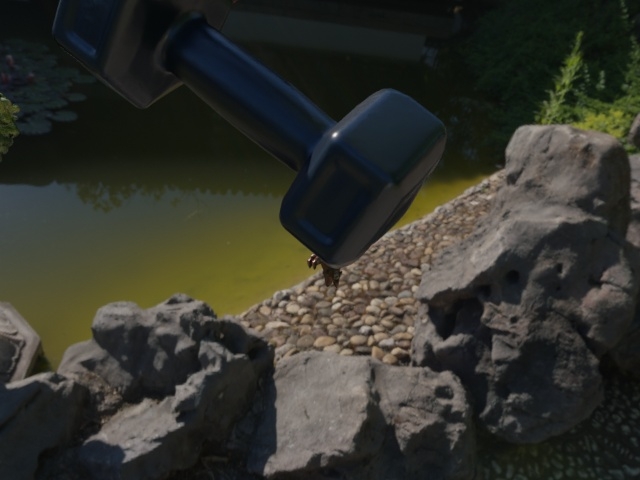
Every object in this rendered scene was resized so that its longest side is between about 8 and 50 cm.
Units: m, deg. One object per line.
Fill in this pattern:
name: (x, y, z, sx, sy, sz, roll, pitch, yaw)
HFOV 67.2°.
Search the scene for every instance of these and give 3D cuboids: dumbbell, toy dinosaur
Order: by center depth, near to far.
dumbbell: (-0.058, -0.122, 0.410, 0.325, 0.144, 0.160, 38, 60, 6)
toy dinosaur: (0.000, 0.000, 0.719, 0.055, 0.154, 0.049, -15, 7, -12)

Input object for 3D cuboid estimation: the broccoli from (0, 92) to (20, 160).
broccoli: (-0.613, -0.188, 0.648, 0.348, 0.280, 0.293, 2, 55, -23)

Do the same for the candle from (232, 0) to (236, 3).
candle: (-0.285, -0.492, 1.038, 0.302, 0.084, 0.059, -37, 17, 1)
